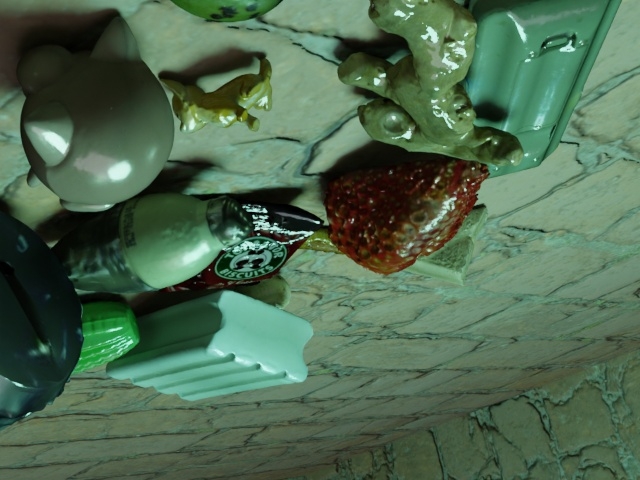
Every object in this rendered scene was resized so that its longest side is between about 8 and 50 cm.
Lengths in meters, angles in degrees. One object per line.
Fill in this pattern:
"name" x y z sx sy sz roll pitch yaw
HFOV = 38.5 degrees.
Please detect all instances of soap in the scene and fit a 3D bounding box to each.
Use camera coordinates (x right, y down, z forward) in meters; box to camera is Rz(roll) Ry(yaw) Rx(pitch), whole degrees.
"soap" -0.156 0.149 1.257 0.160 0.087 0.265 24 152 -35

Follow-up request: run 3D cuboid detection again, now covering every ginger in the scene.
"ginger" 0.078 -0.134 0.785 0.149 0.065 0.258 5 158 28

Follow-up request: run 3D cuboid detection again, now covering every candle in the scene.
"candle" -0.417 0.110 0.903 0.343 0.221 0.221 -22 158 24

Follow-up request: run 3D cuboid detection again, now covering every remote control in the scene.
"remote control" 0.194 -0.144 0.874 0.128 0.065 0.335 -16 160 -2

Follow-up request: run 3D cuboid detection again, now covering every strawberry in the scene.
"strawberry" 0.088 -0.016 1.017 0.175 0.106 0.236 3 169 2

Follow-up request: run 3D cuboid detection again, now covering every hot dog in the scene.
"hot dog" 0.000 0.001 1.177 0.137 0.028 0.044 10 141 -46

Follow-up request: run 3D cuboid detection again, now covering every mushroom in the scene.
"mushroom" -0.082 0.080 1.270 0.084 0.067 0.083 -7 156 -3

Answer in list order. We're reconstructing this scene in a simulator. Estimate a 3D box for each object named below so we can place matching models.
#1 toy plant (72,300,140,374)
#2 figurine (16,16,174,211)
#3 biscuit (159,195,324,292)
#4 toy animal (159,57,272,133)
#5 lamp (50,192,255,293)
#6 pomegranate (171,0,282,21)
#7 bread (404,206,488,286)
"toy plant" -0.356 0.132 1.190 0.240 0.088 0.154 -3 158 -24
"figurine" -0.174 -0.089 0.701 0.125 0.125 0.138 -13 150 -4
"biscuit" -0.107 0.017 1.094 0.151 0.063 0.235 -4 157 -27
"toy animal" -0.088 -0.124 0.774 0.083 0.081 0.060 17 178 20
"lamp" -0.185 0.006 0.953 0.250 0.101 0.101 -16 161 22
"pomegranate" -0.069 -0.192 0.513 0.162 0.122 0.122 22 145 -22
"bread" 0.143 -0.005 1.264 0.152 0.105 0.077 15 164 12
